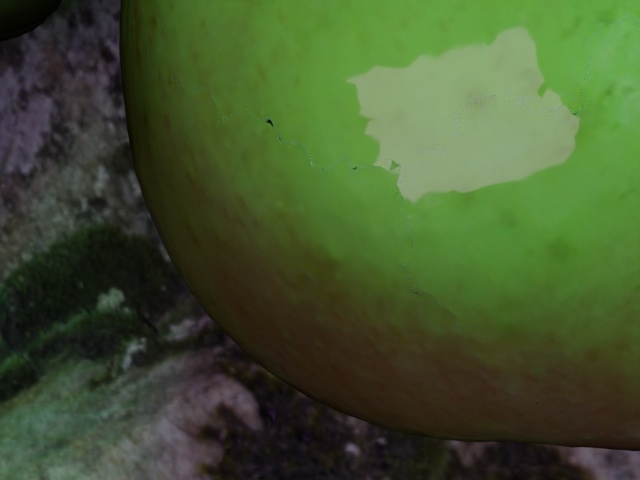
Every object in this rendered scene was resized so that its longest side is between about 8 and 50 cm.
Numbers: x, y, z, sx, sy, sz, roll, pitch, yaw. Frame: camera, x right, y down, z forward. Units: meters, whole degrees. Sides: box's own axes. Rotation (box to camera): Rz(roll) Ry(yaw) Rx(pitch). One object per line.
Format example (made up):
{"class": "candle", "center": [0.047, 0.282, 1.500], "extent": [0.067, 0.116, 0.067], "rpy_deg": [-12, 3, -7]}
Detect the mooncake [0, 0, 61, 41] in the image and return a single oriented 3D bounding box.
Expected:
{"class": "mooncake", "center": [-0.310, -0.158, 0.615], "extent": [0.378, 0.378, 0.200], "rpy_deg": [-11, 104, 29]}

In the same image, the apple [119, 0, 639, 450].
{"class": "apple", "center": [0.084, -0.073, 0.468], "extent": [0.319, 0.319, 0.277], "rpy_deg": [-4, 93, 28]}
